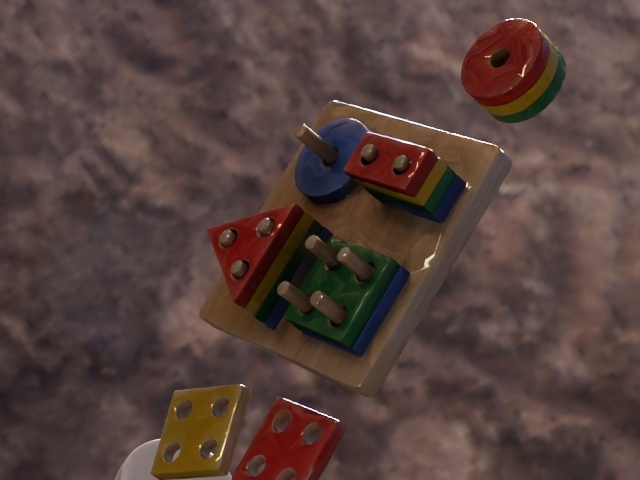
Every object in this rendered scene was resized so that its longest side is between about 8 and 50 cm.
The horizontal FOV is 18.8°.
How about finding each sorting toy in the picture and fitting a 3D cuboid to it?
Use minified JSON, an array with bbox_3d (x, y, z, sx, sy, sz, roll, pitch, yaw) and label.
[{"bbox_3d":[0.000,0.000,0.933,0.046,0.132,0.274,39,-101,-39],"label":"sorting toy"}]

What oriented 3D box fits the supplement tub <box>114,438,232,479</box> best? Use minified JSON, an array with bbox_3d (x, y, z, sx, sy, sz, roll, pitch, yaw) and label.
[{"bbox_3d":[-0.095,0.171,1.102,0.071,0.107,0.071,13,-135,-14],"label":"supplement tub"}]
